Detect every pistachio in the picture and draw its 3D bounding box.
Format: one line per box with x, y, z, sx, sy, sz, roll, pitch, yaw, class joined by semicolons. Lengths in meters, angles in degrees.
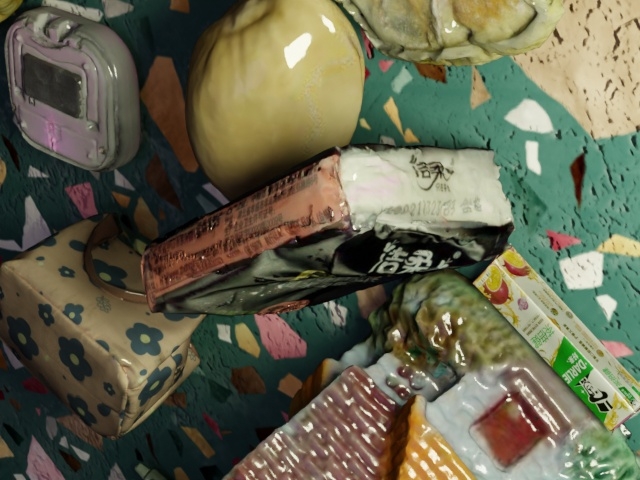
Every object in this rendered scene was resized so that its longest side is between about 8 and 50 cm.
-0.049;-0.148;1.391;0.181;0.162;0.293;18;138;0;pistachio

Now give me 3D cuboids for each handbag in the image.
-0.272;0.104;1.743;0.251;0.193;0.190;38;141;19;handbag

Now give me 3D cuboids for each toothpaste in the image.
-0.196;0.390;1.968;0.197;0.029;0.048;39;136;16;toothpaste

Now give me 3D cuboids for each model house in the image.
0.083;0.265;1.386;0.360;0.339;0.297;49;140;10;model house

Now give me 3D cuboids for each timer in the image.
-0.313;-0.187;1.699;0.208;0.069;0.191;23;126;35;timer

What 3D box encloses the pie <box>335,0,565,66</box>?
0.093;-0.308;1.225;0.337;0.075;0.338;29;134;36;pie

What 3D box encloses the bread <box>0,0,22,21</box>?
-0.463;-0.358;1.654;0.252;0.238;0.196;-15;63;44;bread

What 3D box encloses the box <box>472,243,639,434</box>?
0.240;0.097;1.351;0.207;0.041;0.050;49;138;12;box

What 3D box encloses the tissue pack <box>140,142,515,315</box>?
0.000;0.000;1.359;0.332;0.245;0.123;-22;77;46;tissue pack
